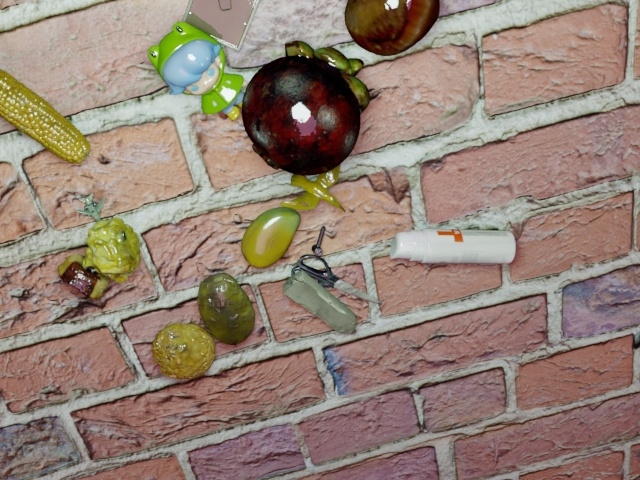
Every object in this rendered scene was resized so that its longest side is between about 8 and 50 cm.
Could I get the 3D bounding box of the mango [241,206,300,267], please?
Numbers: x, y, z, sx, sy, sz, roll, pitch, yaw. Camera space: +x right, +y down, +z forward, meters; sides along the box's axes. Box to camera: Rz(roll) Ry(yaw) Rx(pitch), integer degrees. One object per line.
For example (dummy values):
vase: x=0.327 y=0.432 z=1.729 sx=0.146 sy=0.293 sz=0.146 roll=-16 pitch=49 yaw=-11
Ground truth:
mango: x=-0.133 y=-0.012 z=1.719 sx=0.195 sy=0.092 sz=0.130 roll=-40 pitch=114 yaw=8

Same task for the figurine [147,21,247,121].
figurine: x=-0.274 y=-0.386 z=1.490 sx=0.162 sy=0.143 sz=0.263 roll=-35 pitch=133 yaw=18

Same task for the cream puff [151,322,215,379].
cream puff: x=-0.396 y=0.323 z=1.837 sx=0.189 sy=0.129 sz=0.189 roll=-5 pitch=118 yaw=-9

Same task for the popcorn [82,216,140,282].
popcorn: x=-0.535 y=0.020 z=1.637 sx=0.142 sy=0.173 sz=0.173 roll=7 pitch=119 yaw=16

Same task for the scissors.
scissors: x=0.056 y=0.128 z=1.856 sx=0.300 sy=0.022 sz=0.109 roll=24 pitch=115 yaw=-20

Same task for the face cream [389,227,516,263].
face cream: x=0.371 y=0.016 z=1.796 sx=0.345 sy=0.102 sz=0.102 roll=2 pitch=117 yaw=-9

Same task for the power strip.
power strip: x=0.007 y=0.186 z=1.850 sx=0.080 sy=0.048 sz=0.286 roll=-36 pitch=121 yaw=25

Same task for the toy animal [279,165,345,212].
toy animal: x=0.001 y=-0.129 z=1.679 sx=0.155 sy=0.095 sz=0.219 roll=44 pitch=74 yaw=-24

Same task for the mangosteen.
mangosteen: x=-0.034 y=-0.300 z=1.485 sx=0.311 sy=0.311 sz=0.311 roll=-3 pitch=117 yaw=-6

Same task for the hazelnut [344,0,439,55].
hazelnut: x=0.169 y=-0.527 z=1.445 sx=0.229 sy=0.229 sz=0.229 roll=-3 pitch=117 yaw=-6

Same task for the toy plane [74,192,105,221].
toy plane: x=-0.594 y=-0.082 z=1.654 sx=0.080 sy=0.033 sz=0.083 roll=-25 pitch=119 yaw=-11

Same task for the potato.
potato: x=-0.265 y=0.201 z=1.798 sx=0.149 sy=0.113 sz=0.251 roll=-11 pitch=118 yaw=0

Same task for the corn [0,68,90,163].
corn: x=-0.680 y=-0.296 z=1.500 sx=0.313 sy=0.102 sz=0.102 roll=36 pitch=108 yaw=-24

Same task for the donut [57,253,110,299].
donut: x=-0.623 y=0.094 z=1.688 sx=0.140 sy=0.140 sz=0.059 roll=37 pitch=96 yaw=-23

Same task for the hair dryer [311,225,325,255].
hair dryer: x=0.000 y=0.000 z=1.774 sx=0.026 sy=0.047 sz=0.083 roll=16 pitch=99 yaw=-15

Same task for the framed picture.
framed picture: x=-0.219 y=-0.560 z=1.468 sx=0.150 sy=0.015 sz=0.203 roll=20 pitch=113 yaw=-16
